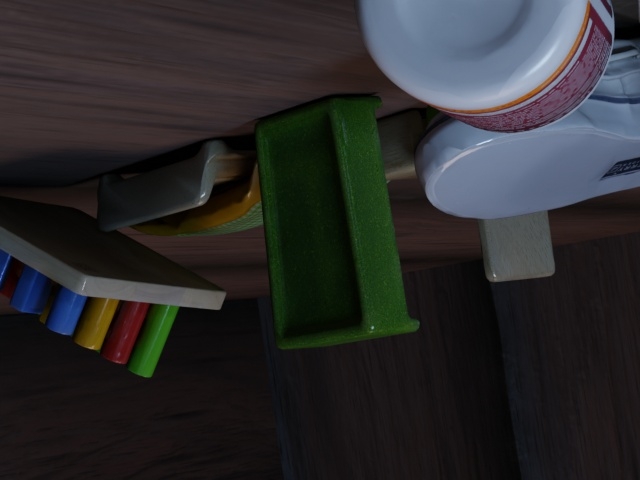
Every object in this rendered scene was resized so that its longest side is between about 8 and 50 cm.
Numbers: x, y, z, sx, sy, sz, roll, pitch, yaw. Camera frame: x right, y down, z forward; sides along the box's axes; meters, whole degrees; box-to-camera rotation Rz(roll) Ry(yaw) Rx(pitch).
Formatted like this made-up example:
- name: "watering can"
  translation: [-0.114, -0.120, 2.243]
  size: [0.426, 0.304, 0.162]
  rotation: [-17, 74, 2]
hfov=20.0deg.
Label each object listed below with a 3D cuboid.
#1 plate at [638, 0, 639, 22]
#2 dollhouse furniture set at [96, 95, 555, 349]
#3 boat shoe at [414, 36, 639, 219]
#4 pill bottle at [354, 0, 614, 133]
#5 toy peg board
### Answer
- name: "plate"
  translation: [0.257, -0.123, 0.697]
  size: [0.278, 0.045, 0.277]
  rotation: [-1, 176, 13]
- name: "dollhouse furniture set"
  translation: [0.000, 0.000, 1.284]
  size: [0.197, 0.151, 0.301]
  rotation: [-5, 175, -40]
- name: "boat shoe"
  translation: [0.139, -0.073, 1.026]
  size: [0.258, 0.084, 0.095]
  rotation: [-7, 151, -45]
- name: "pill bottle"
  translation: [0.070, -0.087, 0.716]
  size: [0.086, 0.086, 0.152]
  rotation: [-10, 175, 14]
- name: "toy peg board"
  translation: [-0.182, 0.034, 1.281]
  size: [0.161, 0.079, 0.160]
  rotation: [27, -171, 32]
